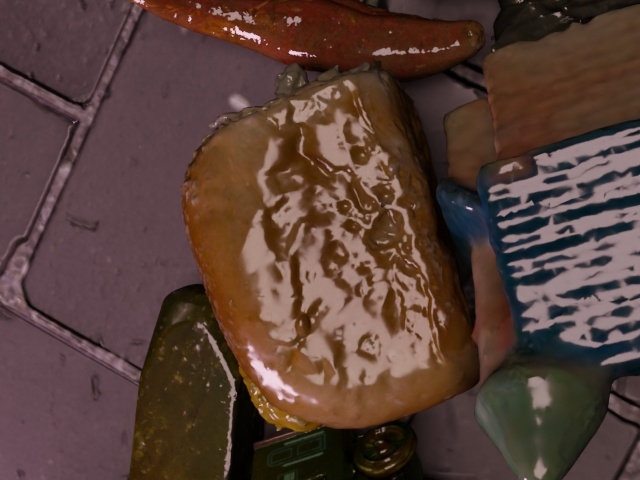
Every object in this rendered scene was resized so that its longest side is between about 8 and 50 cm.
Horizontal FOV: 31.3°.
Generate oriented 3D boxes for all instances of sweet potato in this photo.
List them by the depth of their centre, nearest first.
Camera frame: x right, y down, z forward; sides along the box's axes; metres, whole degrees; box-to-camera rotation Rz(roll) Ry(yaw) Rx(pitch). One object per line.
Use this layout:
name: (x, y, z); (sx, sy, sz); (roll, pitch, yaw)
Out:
sweet potato: (-0.008, -0.153, 0.828); (0.255, 0.078, 0.058); (12, 97, 10)

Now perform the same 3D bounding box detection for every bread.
bread: (0.000, 0.000, 0.778); (0.176, 0.195, 0.246); (-16, 88, 7)

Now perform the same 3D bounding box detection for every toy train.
toy train: (0.018, 0.216, 0.781); (0.137, 0.225, 0.090); (-20, 120, 14)

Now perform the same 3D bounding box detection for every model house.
model house: (0.238, 0.024, 0.636); (0.312, 0.280, 0.245); (-16, 133, 15)

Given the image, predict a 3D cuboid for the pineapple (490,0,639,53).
pineapple: (0.255, -0.182, 0.741); (0.310, 0.141, 0.170); (-23, 113, 26)

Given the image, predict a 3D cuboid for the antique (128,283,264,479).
antique: (-0.092, 0.145, 0.868); (0.081, 0.080, 0.221); (7, 96, 14)
